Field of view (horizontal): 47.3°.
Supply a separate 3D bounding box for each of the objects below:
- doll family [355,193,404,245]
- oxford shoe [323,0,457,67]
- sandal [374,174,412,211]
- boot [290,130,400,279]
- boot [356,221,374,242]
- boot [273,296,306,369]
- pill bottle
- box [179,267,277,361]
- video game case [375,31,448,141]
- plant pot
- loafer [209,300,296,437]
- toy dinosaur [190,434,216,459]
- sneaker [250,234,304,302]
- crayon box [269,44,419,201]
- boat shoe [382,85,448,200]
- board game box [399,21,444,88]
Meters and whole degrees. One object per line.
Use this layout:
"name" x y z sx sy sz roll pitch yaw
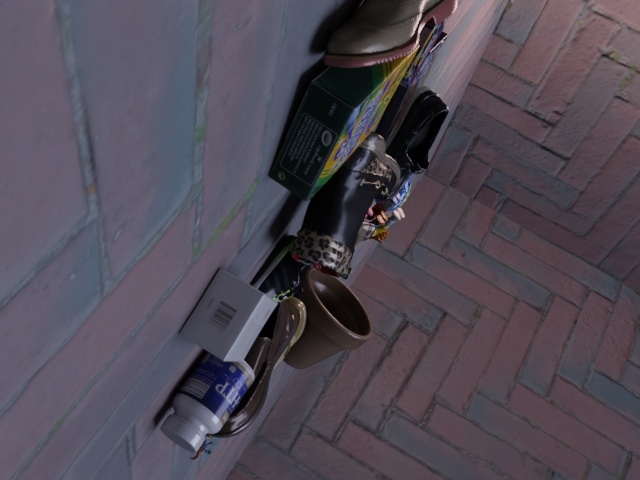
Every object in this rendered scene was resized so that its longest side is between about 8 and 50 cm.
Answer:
"doll family" 0.146 -0.038 2.173 0.163 0.118 0.263 -35 173 41
"oxford shoe" 0.101 -0.364 1.101 0.348 0.123 0.130 -50 142 -44
"sandal" 0.263 -0.248 2.404 0.138 0.126 0.317 24 87 -81
"boot" 0.056 -0.065 1.533 0.377 0.138 0.284 47 63 -78
"boot" 0.113 -0.041 2.040 0.087 0.042 0.118 -1 139 -27
"boot" -0.140 0.283 1.914 0.262 0.095 0.203 -59 172 25
"pill bottle" -0.222 0.310 1.420 0.187 0.112 0.112 -55 171 -29
"box" -0.154 0.134 1.270 0.130 0.091 0.170 -59 172 -7
"video game case" 0.240 -0.405 1.958 0.248 0.035 0.275 -50 167 -51
"plant pot" -0.021 0.242 2.091 0.229 0.263 0.263 -42 178 19
"loafer" -0.170 0.256 1.595 0.130 0.133 0.366 79 26 -43
"toy dinosaur" -0.317 0.556 1.994 0.090 0.047 0.082 -43 147 -29
"sneaker" -0.084 0.094 1.535 0.235 0.097 0.084 -58 172 -13
"crayon box" 0.053 -0.230 1.219 0.323 0.083 0.203 -52 174 -46
"boat shoe" 0.248 -0.235 1.956 0.127 0.113 0.340 -5 128 -49
"board game box" 0.224 -0.446 1.667 0.170 0.048 0.141 -60 171 2
